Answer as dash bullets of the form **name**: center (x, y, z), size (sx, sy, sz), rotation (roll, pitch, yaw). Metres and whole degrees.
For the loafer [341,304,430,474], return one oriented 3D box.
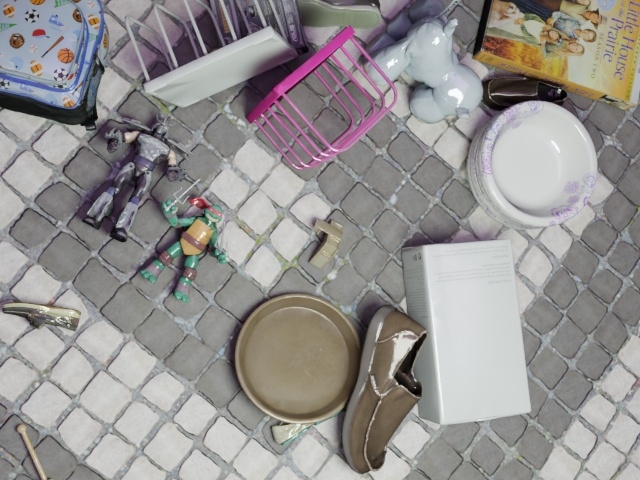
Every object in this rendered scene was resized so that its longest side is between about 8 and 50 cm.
- **loafer**: center (0.140, 0.323, 1.729), size (0.130, 0.134, 0.366), rotation (14, 100, 28)

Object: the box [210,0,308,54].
- **box**: center (-0.139, -0.498, 1.789), size (0.183, 0.056, 0.231), rotation (-14, 88, 10)

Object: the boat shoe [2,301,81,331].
- **boat shoe**: center (-0.559, 0.153, 1.662), size (0.152, 0.056, 0.049), rotation (8, 78, -13)

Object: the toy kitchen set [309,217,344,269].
- **toy kitchen set**: center (0.000, 0.000, 1.824), size (0.068, 0.075, 0.083), rotation (30, 39, -12)

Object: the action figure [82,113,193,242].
- **action figure**: center (-0.375, -0.139, 1.714), size (0.185, 0.099, 0.285), rotation (25, 75, -1)

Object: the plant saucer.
- **plant saucer**: center (-0.046, 0.251, 1.761), size (0.278, 0.041, 0.278), rotation (4, 71, -12)

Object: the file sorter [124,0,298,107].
- **file sorter**: center (-0.221, -0.413, 1.677), size (0.277, 0.193, 0.173), rotation (-21, 86, 12)

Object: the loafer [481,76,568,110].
- **loafer**: center (0.481, -0.351, 1.947), size (0.220, 0.078, 0.080), rotation (-2, 85, -14)

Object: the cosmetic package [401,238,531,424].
- **cosmetic package**: center (0.315, 0.196, 1.821), size (0.217, 0.156, 0.385), rotation (-3, 87, -14)

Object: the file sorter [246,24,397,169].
- **file sorter**: center (0.003, -0.275, 1.719), size (0.202, 0.290, 0.182), rotation (-43, 98, -13)

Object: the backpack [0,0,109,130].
- **backpack**: center (-0.548, -0.390, 1.646), size (0.276, 0.213, 0.263), rotation (16, 71, -9)

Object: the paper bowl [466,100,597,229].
- **paper bowl**: center (0.470, -0.165, 1.892), size (0.284, 0.148, 0.284), rotation (1, 84, -14)

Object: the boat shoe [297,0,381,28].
- **boat shoe**: center (0.021, -0.525, 1.856), size (0.227, 0.081, 0.069), rotation (5, 61, -7)

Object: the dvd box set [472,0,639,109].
- **dvd box set**: center (0.594, -0.520, 1.998), size (0.420, 0.062, 0.308), rotation (16, 82, -11)

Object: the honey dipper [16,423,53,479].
- **honey dipper**: center (-0.565, 0.439, 1.651), size (0.030, 0.030, 0.161), rotation (-25, 87, -14)

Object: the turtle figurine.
- **turtle figurine**: center (-0.261, 0.001, 1.718), size (0.175, 0.118, 0.234), rotation (33, 94, 6)

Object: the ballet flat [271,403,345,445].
- **ballet flat**: center (-0.026, 0.377, 1.772), size (0.168, 0.057, 0.052), rotation (-26, 81, -15)

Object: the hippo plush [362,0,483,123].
- **hippo plush**: center (0.264, -0.393, 1.835), size (0.236, 0.294, 0.234), rotation (46, 44, -25)
